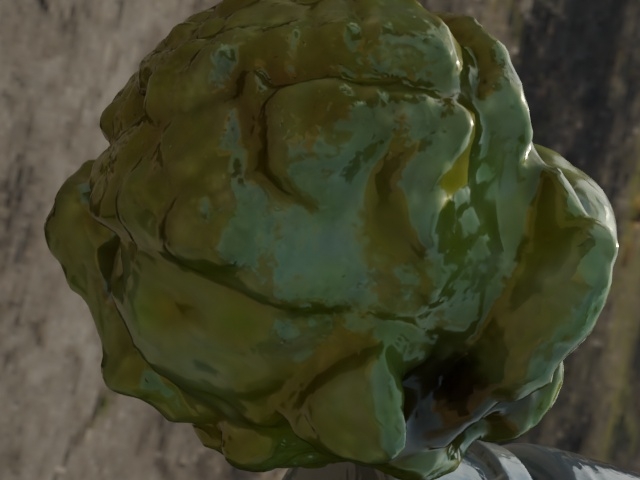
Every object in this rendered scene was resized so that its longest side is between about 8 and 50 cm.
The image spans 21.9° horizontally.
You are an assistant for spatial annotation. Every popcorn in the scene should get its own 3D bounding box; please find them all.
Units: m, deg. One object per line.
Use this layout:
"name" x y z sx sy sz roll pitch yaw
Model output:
"popcorn" 0.000 0.000 0.716 0.256 0.255 0.195 93 20 -48

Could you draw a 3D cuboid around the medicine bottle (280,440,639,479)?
"medicine bottle" 0.124 0.256 1.102 0.245 0.306 0.245 -45 -145 45
